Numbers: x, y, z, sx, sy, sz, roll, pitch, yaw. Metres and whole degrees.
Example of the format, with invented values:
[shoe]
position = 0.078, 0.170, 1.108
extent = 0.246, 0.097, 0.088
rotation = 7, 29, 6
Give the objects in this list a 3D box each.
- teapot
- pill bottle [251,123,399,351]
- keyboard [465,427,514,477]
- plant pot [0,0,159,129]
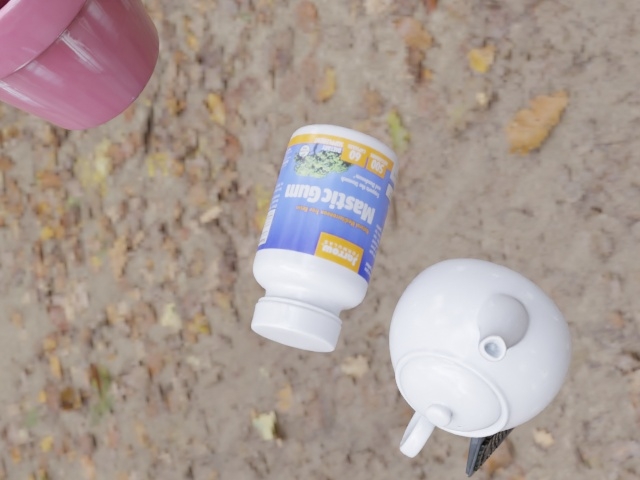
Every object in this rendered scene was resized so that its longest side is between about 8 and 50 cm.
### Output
[teapot]
position = 0.183, 0.162, 1.494
extent = 0.253, 0.187, 0.256
rotation = 1, 133, 38
[pill bottle]
position = 0.000, 0.000, 1.532
extent = 0.152, 0.152, 0.271
rotation = -2, 67, 46
[keyboard]
position = 0.340, 0.246, 1.974
extent = 0.033, 0.317, 0.201
rotation = 23, 130, 27
[plant pot]
position = -0.237, -0.191, 0.989
extent = 0.201, 0.180, 0.201
rotation = -14, 58, 23
